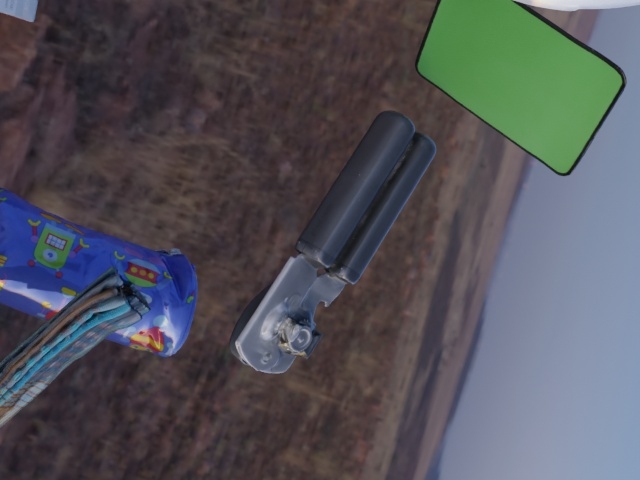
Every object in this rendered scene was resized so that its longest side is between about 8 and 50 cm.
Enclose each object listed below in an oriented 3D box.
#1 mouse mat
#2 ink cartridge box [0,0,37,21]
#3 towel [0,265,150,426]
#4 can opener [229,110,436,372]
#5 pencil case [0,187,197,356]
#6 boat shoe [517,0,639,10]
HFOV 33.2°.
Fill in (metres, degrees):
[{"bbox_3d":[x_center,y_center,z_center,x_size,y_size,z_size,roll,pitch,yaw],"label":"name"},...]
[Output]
[{"bbox_3d":[0.177,-0.153,0.984,0.007,0.190,0.152,-45,166,-31],"label":"mouse mat"},{"bbox_3d":[-0.402,-0.330,1.104,0.066,0.232,0.189,-22,-122,51],"label":"ink cartridge box"},{"bbox_3d":[-0.312,0.165,0.993,0.370,0.040,0.271,-41,180,-8],"label":"towel"},{"bbox_3d":[0.000,0.000,1.048,0.076,0.095,0.283,36,85,-40],"label":"can opener"},{"bbox_3d":[-0.288,0.035,1.263,0.119,0.306,0.133,-30,-137,61],"label":"pencil case"},{"bbox_3d":[0.213,-0.209,0.652,0.102,0.301,0.108,-70,157,-59],"label":"boat shoe"}]
